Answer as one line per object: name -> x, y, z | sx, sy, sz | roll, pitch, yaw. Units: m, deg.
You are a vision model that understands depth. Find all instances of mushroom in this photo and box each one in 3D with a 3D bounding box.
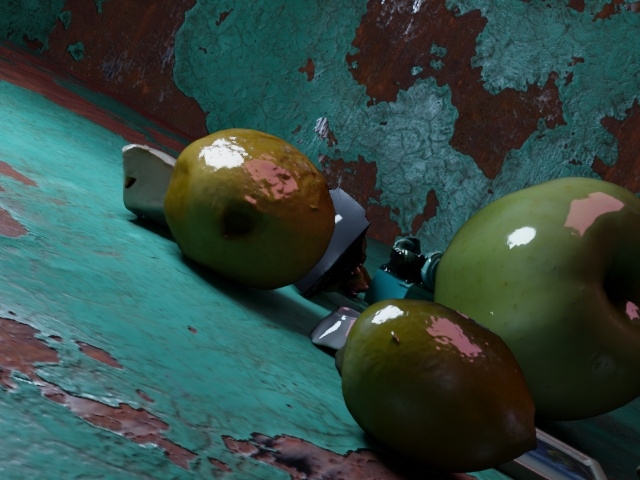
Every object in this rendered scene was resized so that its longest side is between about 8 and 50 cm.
mushroom -> -0.215, -0.067, 1.386 | 0.108, 0.096, 0.247 | 29, 1, 13

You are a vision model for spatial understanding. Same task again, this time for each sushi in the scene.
sushi -> 0.000, 0.000, 1.525 | 0.172, 0.153, 0.150 | 42, -1, 30

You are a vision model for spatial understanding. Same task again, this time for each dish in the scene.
dish -> 0.033, 0.103, 1.185 | 0.091, 0.039, 0.137 | 11, 7, -7

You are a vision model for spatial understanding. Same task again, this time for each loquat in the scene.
loquat -> 0.104, 0.130, 0.864 | 0.195, 0.152, 0.152 | 21, 3, 15
loquat -> -0.088, -0.042, 1.253 | 0.238, 0.193, 0.238 | 21, 5, -2

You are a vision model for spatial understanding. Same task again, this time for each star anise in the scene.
star anise -> 0.019, 0.047, 1.692 | 0.167, 0.057, 0.168 | 29, 6, -3

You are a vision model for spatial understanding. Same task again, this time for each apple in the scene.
apple -> 0.334, 0.087, 1.397 | 0.357, 0.357, 0.357 | 28, 5, -3

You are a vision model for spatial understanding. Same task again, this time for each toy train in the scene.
toy train -> 0.166, 0.083, 1.568 | 0.198, 0.154, 0.107 | 25, 3, -42

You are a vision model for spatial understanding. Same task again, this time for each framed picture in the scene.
framed picture -> 0.192, 0.216, 1.118 | 0.315, 0.024, 0.232 | 27, 6, 5

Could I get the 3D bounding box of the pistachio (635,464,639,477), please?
pistachio -> 0.479, 0.308, 1.236 | 0.226, 0.136, 0.136 | 11, 16, -47
